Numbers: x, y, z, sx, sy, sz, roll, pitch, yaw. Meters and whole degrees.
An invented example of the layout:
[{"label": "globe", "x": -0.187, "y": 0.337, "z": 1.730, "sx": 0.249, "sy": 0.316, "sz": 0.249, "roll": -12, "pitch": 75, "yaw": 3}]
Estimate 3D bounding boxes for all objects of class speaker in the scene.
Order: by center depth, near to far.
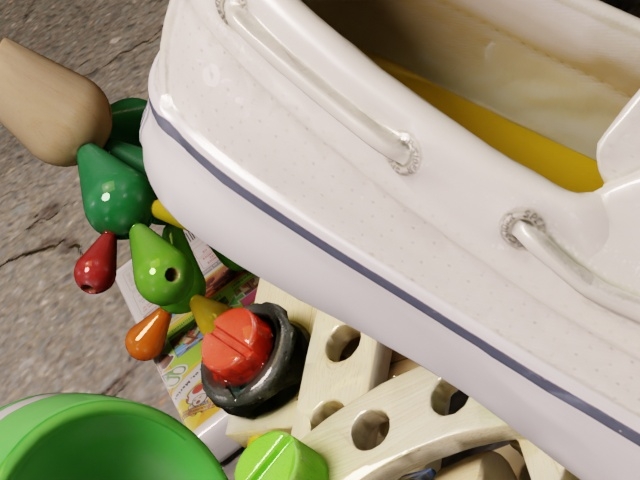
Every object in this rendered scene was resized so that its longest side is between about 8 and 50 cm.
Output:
[{"label": "speaker", "x": -0.156, "y": 0.142, "z": 0.636, "sx": 0.296, "sy": 0.131, "sz": 0.131, "roll": -22, "pitch": 30, "yaw": 51}]

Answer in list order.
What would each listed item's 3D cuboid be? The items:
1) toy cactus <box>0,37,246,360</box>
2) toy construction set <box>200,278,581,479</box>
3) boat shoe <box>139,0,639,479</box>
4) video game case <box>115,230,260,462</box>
[{"label": "toy cactus", "x": -0.109, "y": -0.036, "z": 0.801, "sx": 0.112, "sy": 0.180, "sz": 0.219, "roll": -44, "pitch": 19, "yaw": 28}, {"label": "toy construction set", "x": 0.069, "y": 0.017, "z": 0.604, "sx": 0.215, "sy": 0.151, "sz": 0.328, "roll": -13, "pitch": 38, "yaw": 35}, {"label": "boat shoe", "x": 0.116, "y": -0.020, "z": 0.432, "sx": 0.367, "sy": 0.156, "sz": 0.136, "roll": 30, "pitch": 45, "yaw": 17}, {"label": "video game case", "x": 0.000, "y": 0.000, "z": 0.828, "sx": 0.227, "sy": 0.026, "sz": 0.206, "roll": -36, "pitch": 30, "yaw": -1}]
